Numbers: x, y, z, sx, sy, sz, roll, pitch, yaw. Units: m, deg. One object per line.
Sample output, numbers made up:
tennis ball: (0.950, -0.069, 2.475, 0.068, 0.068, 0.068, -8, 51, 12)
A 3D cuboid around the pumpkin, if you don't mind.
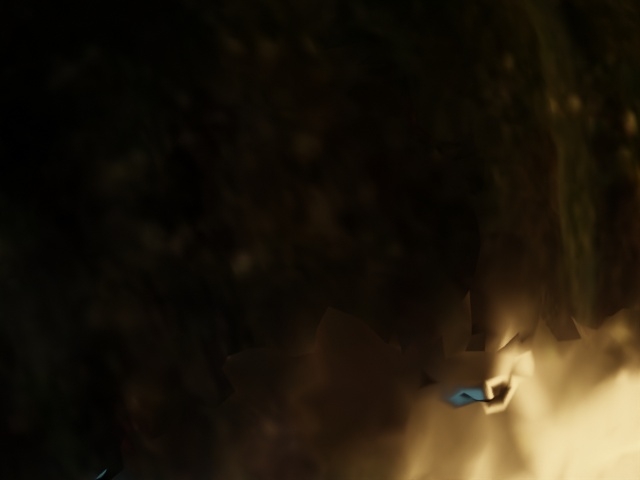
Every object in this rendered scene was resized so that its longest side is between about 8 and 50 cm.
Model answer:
pumpkin: (-0.064, 0.043, 0.552, 0.454, 0.344, 0.454, -18, 148, -12)
